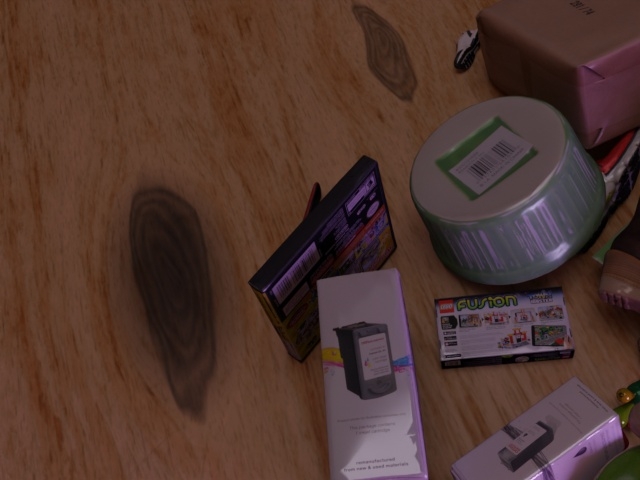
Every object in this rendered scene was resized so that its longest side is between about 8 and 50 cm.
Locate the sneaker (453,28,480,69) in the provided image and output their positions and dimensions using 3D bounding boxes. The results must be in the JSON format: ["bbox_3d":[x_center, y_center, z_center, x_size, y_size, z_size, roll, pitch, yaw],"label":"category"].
[{"bbox_3d":[0.295,-0.390,1.582,0.043,0.040,0.109,10,56,37],"label":"sneaker"}]

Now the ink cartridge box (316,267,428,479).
[{"bbox_3d":[0.079,0.230,1.121,0.131,0.226,0.306,-9,56,5],"label":"ink cartridge box"}]

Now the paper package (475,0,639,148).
[{"bbox_3d":[0.498,-0.351,1.380,0.309,0.168,0.325,-25,38,-6],"label":"paper package"}]

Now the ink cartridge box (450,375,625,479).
[{"bbox_3d":[0.301,0.313,1.050,0.218,0.158,0.092,-32,38,-7],"label":"ink cartridge box"}]

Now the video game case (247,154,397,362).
[{"bbox_3d":[0.016,0.036,1.242,0.035,0.248,0.275,31,69,29],"label":"video game case"}]

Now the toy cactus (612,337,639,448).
[{"bbox_3d":[0.510,0.211,1.123,0.219,0.112,0.180,-20,46,10],"label":"toy cactus"}]

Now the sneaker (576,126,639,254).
[{"bbox_3d":[0.461,-0.106,1.324,0.118,0.107,0.279,30,68,32],"label":"sneaker"}]

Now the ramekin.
[{"bbox_3d":[0.295,-0.093,1.268,0.303,0.148,0.303,-20,46,22],"label":"ramekin"}]

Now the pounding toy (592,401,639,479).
[{"bbox_3d":[0.447,0.338,0.973,0.183,0.110,0.237,22,87,-18],"label":"pounding toy"}]

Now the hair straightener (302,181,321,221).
[{"bbox_3d":[0.000,0.000,1.389,0.089,0.047,0.230,10,61,18],"label":"hair straightener"}]

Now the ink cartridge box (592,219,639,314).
[{"bbox_3d":[0.543,0.070,1.217,0.109,0.062,0.209,-39,58,-13],"label":"ink cartridge box"}]

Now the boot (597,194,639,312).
[{"bbox_3d":[0.556,0.036,1.141,0.248,0.090,0.207,23,67,29],"label":"boot"}]

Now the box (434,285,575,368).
[{"bbox_3d":[0.292,0.140,1.243,0.207,0.036,0.114,-6,57,9],"label":"box"}]
